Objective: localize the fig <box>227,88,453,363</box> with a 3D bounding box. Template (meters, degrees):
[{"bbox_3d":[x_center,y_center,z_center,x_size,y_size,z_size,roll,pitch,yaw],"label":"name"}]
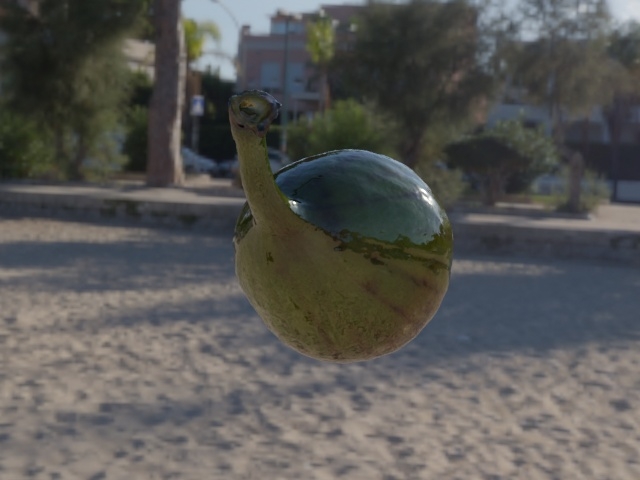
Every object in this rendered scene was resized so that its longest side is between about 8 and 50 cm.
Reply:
[{"bbox_3d":[0.000,0.000,0.646,0.151,0.151,0.259,4,-9,17],"label":"fig"}]
